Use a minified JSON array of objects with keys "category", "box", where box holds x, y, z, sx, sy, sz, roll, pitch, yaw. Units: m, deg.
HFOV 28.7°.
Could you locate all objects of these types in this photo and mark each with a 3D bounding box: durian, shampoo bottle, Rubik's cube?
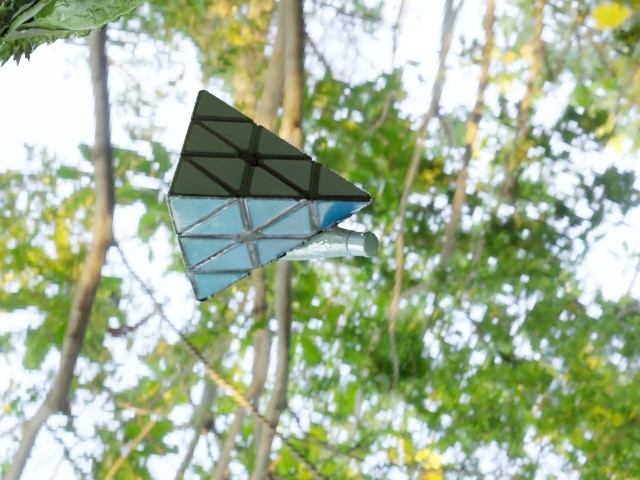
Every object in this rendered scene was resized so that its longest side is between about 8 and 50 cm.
[{"category":"durian","box":[-0.267,-0.317,1.414,0.352,0.158,0.169,-27,-167,-13]},{"category":"shampoo bottle","box":[0.000,0.000,1.795,0.191,0.069,0.041,6,170,41]},{"category":"Rubik's cube","box":[-0.116,-0.058,1.740,0.229,0.233,0.228,-50,-154,-21]}]
